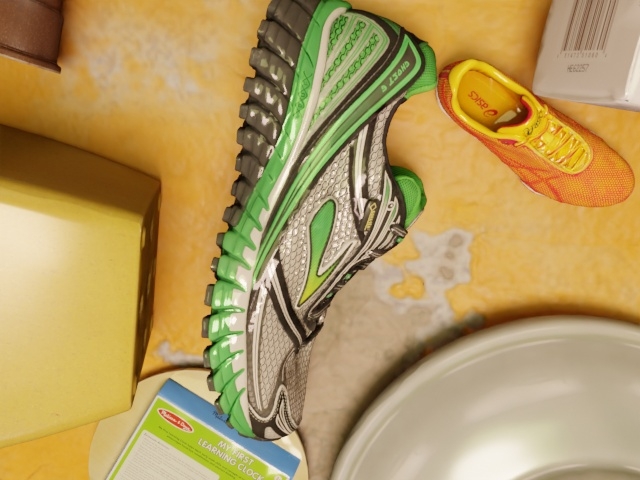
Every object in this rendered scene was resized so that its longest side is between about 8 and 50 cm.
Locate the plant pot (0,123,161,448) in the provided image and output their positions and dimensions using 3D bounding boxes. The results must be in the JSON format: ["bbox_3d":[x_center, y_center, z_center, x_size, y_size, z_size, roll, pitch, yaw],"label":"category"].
[{"bbox_3d":[-0.223,0.027,0.469,0.187,0.212,0.212,5,105,-11],"label":"plant pot"}]

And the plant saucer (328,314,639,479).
[{"bbox_3d":[0.203,0.263,0.524,0.401,0.100,0.400,0,105,-2],"label":"plant saucer"}]

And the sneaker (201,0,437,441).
[{"bbox_3d":[0.000,0.000,0.471,0.146,0.134,0.343,13,104,0],"label":"sneaker"}]

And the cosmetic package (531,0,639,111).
[{"bbox_3d":[0.273,-0.114,0.406,0.231,0.117,0.085,7,105,-11],"label":"cosmetic package"}]

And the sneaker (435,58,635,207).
[{"bbox_3d":[0.162,-0.074,0.475,0.175,0.067,0.064,29,101,-5],"label":"sneaker"}]

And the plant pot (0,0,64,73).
[{"bbox_3d":[-0.242,-0.222,0.427,0.167,0.167,0.165,19,97,-1],"label":"plant pot"}]

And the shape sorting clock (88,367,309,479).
[{"bbox_3d":[-0.113,0.216,0.582,0.206,0.040,0.206,2,102,7],"label":"shape sorting clock"}]
